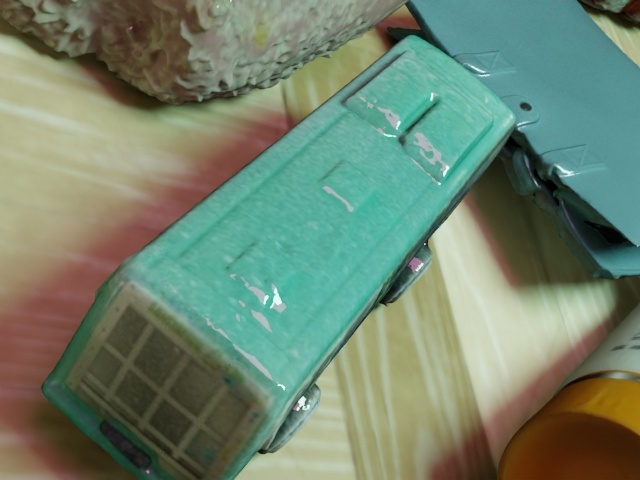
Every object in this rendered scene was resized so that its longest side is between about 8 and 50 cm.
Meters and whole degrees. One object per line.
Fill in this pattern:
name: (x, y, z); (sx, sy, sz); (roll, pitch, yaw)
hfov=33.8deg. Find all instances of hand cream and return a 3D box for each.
hand cream: (0.195, 0.074, 0.554); (0.314, 0.089, 0.140); (-16, 59, -50)

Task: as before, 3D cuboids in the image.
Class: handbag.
handbag: (0.149, -0.070, 0.628); (0.144, 0.057, 0.221); (-10, 53, -37)

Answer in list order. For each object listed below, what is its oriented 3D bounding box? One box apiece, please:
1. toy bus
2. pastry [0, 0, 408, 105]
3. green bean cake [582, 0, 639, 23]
toy bus: (0.000, 0.000, 0.443); (0.091, 0.109, 0.262); (39, 40, 3)
pastry: (-0.034, -0.134, 0.521); (0.265, 0.103, 0.112); (-16, 54, -39)
green bean cake: (0.230, -0.273, 0.851); (0.232, 0.097, 0.199); (10, 54, -33)
